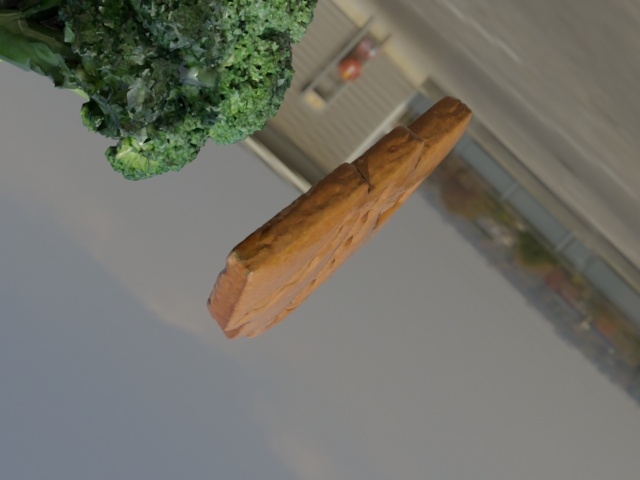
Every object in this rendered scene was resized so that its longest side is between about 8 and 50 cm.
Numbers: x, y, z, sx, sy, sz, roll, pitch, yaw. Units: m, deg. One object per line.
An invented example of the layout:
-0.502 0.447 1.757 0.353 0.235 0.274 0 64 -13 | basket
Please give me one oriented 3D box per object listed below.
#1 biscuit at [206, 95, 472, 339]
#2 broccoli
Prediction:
0.000 0.000 1.066 0.043 0.284 0.306 47 -158 7 | biscuit
-0.133 -0.158 0.784 0.270 0.270 0.270 172 90 -88 | broccoli
